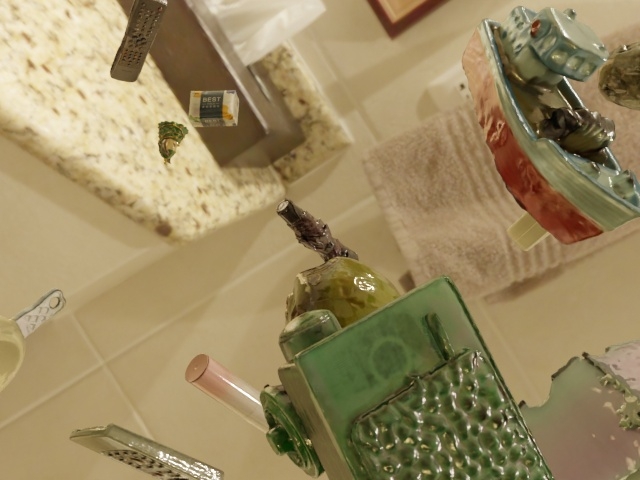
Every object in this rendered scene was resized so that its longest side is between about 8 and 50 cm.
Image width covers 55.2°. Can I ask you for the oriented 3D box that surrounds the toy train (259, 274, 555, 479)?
[{"bbox_3d":[0.059,0.171,0.477,0.266,0.145,0.202,63,-24,3],"label":"toy train"}]

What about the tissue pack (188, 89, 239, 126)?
[{"bbox_3d":[-0.193,-0.238,1.106,0.042,0.083,0.062,77,13,-69],"label":"tissue pack"}]

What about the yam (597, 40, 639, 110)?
[{"bbox_3d":[0.578,-0.221,0.888,0.133,0.331,0.133,15,90,-69],"label":"yam"}]

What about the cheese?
[{"bbox_3d":[-0.538,0.159,1.004,0.071,0.248,0.163,24,-23,25],"label":"cheese"}]

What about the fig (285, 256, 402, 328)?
[{"bbox_3d":[0.063,0.157,1.211,0.271,0.239,0.239,18,28,-10],"label":"fig"}]

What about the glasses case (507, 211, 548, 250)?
[{"bbox_3d":[0.582,-0.074,1.510,0.313,0.131,0.070,-24,69,-45],"label":"glasses case"}]

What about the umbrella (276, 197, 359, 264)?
[{"bbox_3d":[0.000,0.000,1.686,0.326,0.090,0.094,43,-3,-32],"label":"umbrella"}]

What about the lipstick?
[{"bbox_3d":[-0.228,0.429,1.689,0.327,0.087,0.087,46,21,-32],"label":"lipstick"}]

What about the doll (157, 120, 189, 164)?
[{"bbox_3d":[-0.398,-0.254,1.567,0.077,0.113,0.078,26,-17,0],"label":"doll"}]

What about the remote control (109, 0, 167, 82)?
[{"bbox_3d":[-0.346,-0.378,1.153,0.059,0.212,0.028,7,56,-32],"label":"remote control"}]

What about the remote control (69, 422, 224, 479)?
[{"bbox_3d":[-0.311,0.397,1.108,0.285,0.123,0.038,43,43,-37],"label":"remote control"}]

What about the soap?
[{"bbox_3d":[0.374,0.342,0.735,0.156,0.262,0.446,-90,166,-63],"label":"soap"}]

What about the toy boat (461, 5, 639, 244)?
[{"bbox_3d":[0.273,-0.144,0.689,0.145,0.133,0.331,12,50,-25],"label":"toy boat"}]
